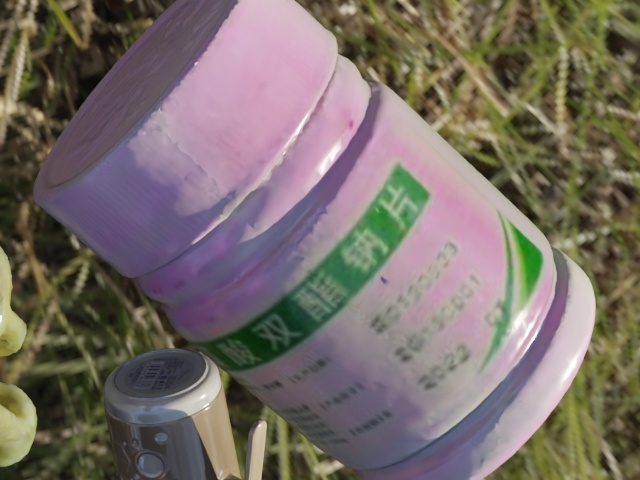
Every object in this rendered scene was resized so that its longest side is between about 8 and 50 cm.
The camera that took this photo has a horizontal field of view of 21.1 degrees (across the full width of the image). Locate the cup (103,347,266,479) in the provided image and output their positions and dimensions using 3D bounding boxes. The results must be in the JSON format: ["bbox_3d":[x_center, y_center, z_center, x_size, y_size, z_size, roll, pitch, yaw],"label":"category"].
[{"bbox_3d":[-0.080,0.125,0.998,0.074,0.102,0.099,-21,119,-23],"label":"cup"}]

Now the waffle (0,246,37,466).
[{"bbox_3d":[-0.223,0.048,0.715,0.056,0.309,0.291,-5,108,26],"label":"waffle"}]

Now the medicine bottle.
[{"bbox_3d":[0.000,0.000,1.117,0.212,0.212,0.325,-45,109,7],"label":"medicine bottle"}]
